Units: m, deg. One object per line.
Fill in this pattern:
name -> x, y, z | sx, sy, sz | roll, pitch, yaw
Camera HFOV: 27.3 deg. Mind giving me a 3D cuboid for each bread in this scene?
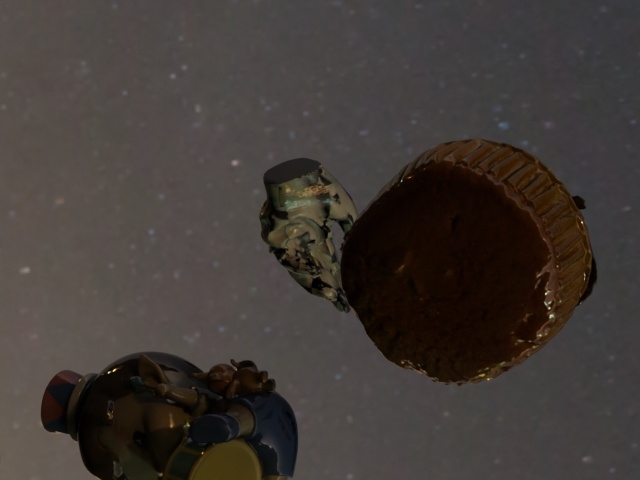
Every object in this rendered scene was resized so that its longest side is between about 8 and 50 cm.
bread -> 0.112, 0.020, 1.051 | 0.199, 0.104, 0.199 | 10, -69, 27

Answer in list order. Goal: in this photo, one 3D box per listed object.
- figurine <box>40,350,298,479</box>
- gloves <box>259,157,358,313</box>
figurine -> -0.150, 0.187, 1.266 | 0.276, 0.158, 0.161 | 7, -49, 46
gloves -> -0.008, 0.000, 1.763 | 0.111, 0.127, 0.212 | 11, -54, 36
